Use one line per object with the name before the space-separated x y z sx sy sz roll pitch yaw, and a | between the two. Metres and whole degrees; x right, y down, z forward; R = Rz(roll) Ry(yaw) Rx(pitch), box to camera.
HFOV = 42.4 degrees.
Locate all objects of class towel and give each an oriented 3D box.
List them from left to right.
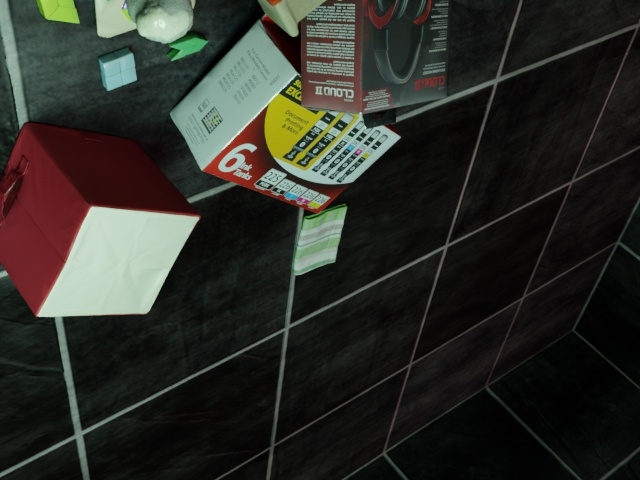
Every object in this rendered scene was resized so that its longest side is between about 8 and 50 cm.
towel | 0.000 0.000 1.690 0.113 0.023 0.152 -22 142 -34

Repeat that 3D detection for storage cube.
storage cube | -0.316 -0.025 1.135 0.215 0.193 0.183 6 123 -51

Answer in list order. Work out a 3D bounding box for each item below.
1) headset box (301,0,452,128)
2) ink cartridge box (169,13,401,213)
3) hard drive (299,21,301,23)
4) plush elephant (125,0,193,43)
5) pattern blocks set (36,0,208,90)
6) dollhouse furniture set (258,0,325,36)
headset box | 0.081 -0.303 1.134 0.218 0.110 0.293 -19 116 -47
ink cartridge box | -0.023 -0.202 1.282 0.272 0.130 0.309 -43 150 19
hard drive | 0.104 -0.459 1.254 0.353 0.047 0.233 -54 147 14
plush elephant | -0.264 -0.317 0.714 0.255 0.272 0.330 -48 162 -50
pattern blocks set | -0.219 -0.347 1.030 0.285 0.026 0.325 -34 147 -17
dollhouse furniture set | -0.087 -0.356 0.902 0.262 0.259 0.135 -40 155 -8
